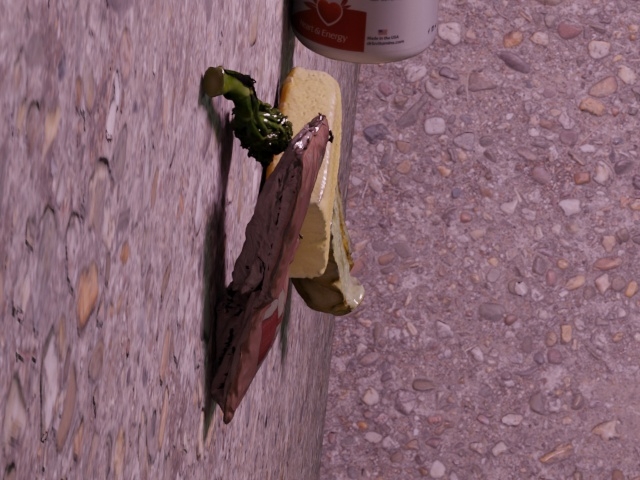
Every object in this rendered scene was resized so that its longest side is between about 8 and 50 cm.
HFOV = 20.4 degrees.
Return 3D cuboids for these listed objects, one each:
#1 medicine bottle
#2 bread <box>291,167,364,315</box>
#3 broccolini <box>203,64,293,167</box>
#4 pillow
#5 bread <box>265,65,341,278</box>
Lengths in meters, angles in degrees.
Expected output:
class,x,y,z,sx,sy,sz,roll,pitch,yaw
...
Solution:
class,x,y,z,sx,sy,sz,roll,pitch,yaw
medicine bottle,0.052,-0.339,1.829,0.157,0.157,0.288,-79,173,-61
bread,0.000,0.000,2.136,0.232,0.088,0.128,79,6,-55
broccolini,-0.056,-0.097,1.341,0.239,0.051,0.054,51,54,-82
pillow,-0.043,0.018,1.439,0.135,0.049,0.248,-60,170,-63
bread,-0.019,-0.067,1.799,0.125,0.068,0.188,91,5,-50
